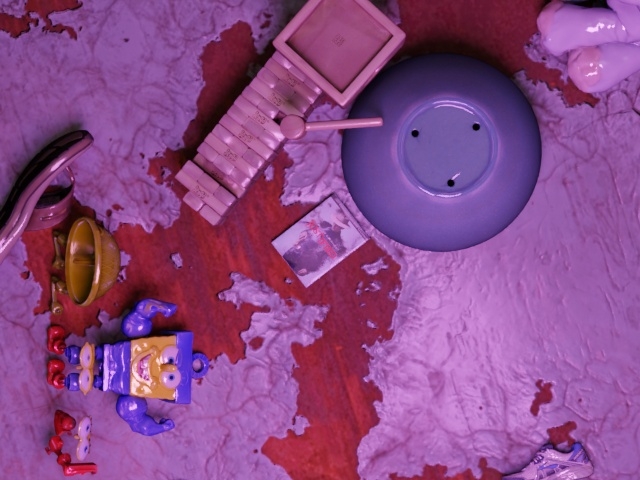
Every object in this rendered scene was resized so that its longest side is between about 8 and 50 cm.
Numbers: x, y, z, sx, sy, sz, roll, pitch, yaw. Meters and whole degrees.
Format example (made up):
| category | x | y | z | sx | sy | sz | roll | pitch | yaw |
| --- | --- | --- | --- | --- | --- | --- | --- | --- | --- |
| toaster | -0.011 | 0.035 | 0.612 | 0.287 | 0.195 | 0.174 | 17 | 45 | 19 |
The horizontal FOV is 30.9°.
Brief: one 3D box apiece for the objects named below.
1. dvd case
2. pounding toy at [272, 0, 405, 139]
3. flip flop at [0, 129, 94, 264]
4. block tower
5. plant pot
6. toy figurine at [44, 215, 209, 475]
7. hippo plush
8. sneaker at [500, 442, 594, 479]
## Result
| category | x | y | z | sx | sy | sz | roll | pitch | yaw |
| --- | --- | --- | --- | --- | --- | --- | --- | --- | --- |
| dvd case | 0.000 | 0.000 | 1.704 | 0.119 | 0.013 | 0.087 | -37 | 90 | 3 |
| pounding toy | 0.020 | -0.218 | 1.561 | 0.181 | 0.094 | 0.206 | 42 | 94 | 0 |
| flip flop | -0.412 | -0.043 | 1.688 | 0.080 | 0.112 | 0.277 | 33 | 92 | -24 |
| block tower | -0.075 | -0.178 | 1.661 | 0.091 | 0.097 | 0.335 | 39 | 93 | 0 |
| plant pot | 0.171 | -0.123 | 1.598 | 0.290 | 0.195 | 0.290 | 0 | 93 | 3 |
| toy figurine | -0.271 | 0.154 | 1.691 | 0.217 | 0.191 | 0.362 | 3 | 85 | -27 |
| hippo plush | 0.430 | -0.309 | 1.554 | 0.294 | 0.236 | 0.234 | 40 | 94 | 1 |
| sneaker | 0.324 | 0.327 | 1.685 | 0.135 | 0.052 | 0.058 | -13 | 82 | -4 |
